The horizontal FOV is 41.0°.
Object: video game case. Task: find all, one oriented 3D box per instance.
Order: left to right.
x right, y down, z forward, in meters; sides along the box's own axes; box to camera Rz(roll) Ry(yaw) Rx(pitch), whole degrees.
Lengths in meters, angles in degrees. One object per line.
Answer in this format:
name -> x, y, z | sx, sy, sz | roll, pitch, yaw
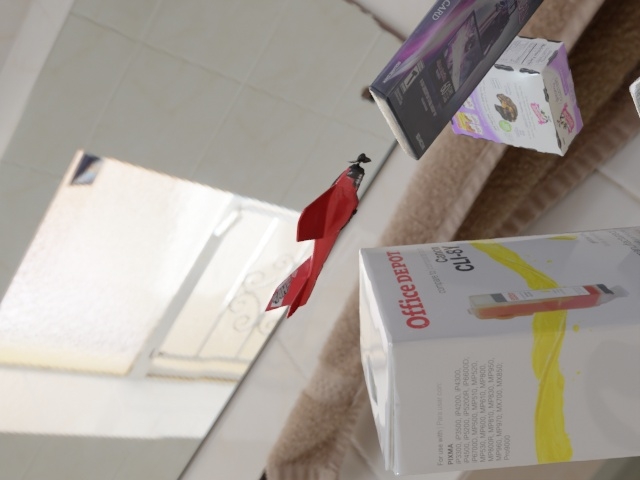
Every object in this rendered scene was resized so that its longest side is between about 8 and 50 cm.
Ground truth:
video game case -> 0.160, -0.221, 0.866 | 0.026, 0.274, 0.196 | 39, 180, 19

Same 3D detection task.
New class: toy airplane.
toy airplane -> 0.000, 0.000, 0.657 | 0.028, 0.151, 0.151 | 30, -163, 7

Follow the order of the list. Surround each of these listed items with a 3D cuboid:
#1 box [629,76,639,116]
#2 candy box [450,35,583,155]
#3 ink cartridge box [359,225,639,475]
box -> 0.533, -0.103, 1.110 | 0.121, 0.148, 0.311 | -10, -104, -13
candy box -> 0.274, -0.222, 1.269 | 0.196, 0.070, 0.165 | 20, 152, 39
ink cartridge box -> 0.245, 0.108, 0.959 | 0.384, 0.160, 0.279 | -5, -160, -2
